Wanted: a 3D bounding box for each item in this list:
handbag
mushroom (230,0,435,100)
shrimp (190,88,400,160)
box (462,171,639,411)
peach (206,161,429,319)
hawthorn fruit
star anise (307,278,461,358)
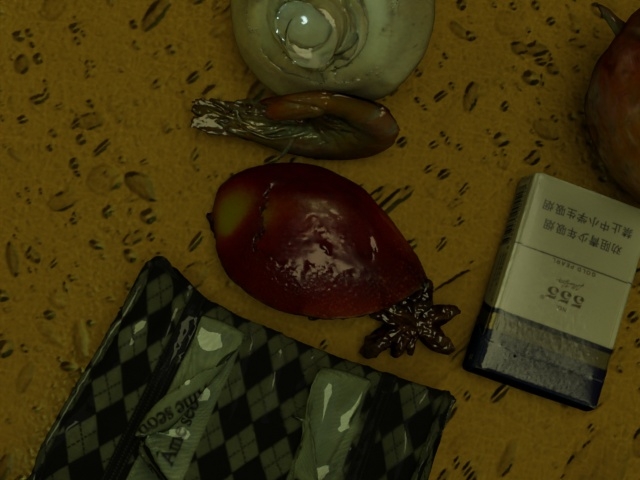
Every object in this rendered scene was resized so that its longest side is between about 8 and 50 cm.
[{"bbox_3d":[-0.081,0.226,1.296,0.416,0.180,0.317,22,74,-2],"label":"handbag"},{"bbox_3d":[0.007,-0.262,1.315,0.246,0.202,0.246,8,121,13],"label":"mushroom"},{"bbox_3d":[-0.030,-0.139,1.348,0.248,0.150,0.068,2,66,4],"label":"shrimp"},{"bbox_3d":[0.292,0.064,1.411,0.168,0.071,0.259,20,82,-7],"label":"box"},{"bbox_3d":[-0.001,-0.002,1.339,0.279,0.068,0.189,18,69,5],"label":"peach"},{"bbox_3d":[0.431,-0.173,1.366,0.298,0.277,0.277,44,80,6],"label":"hawthorn fruit"},{"bbox_3d":[0.078,0.095,1.376,0.190,0.070,0.097,-4,88,-7],"label":"star anise"}]
